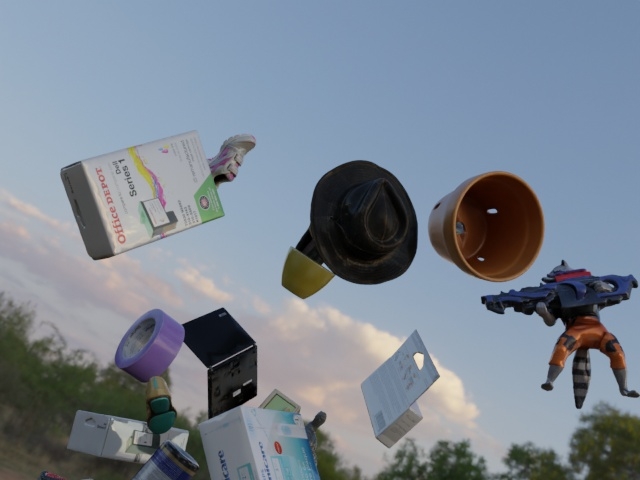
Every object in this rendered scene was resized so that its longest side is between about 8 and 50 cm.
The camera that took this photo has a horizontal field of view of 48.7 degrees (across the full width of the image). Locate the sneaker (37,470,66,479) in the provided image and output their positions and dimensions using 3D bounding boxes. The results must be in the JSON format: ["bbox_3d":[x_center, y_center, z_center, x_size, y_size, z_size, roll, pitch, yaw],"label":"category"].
[{"bbox_3d":[-0.829,0.811,2.198,0.104,0.125,0.261,18,-36,12],"label":"sneaker"}]

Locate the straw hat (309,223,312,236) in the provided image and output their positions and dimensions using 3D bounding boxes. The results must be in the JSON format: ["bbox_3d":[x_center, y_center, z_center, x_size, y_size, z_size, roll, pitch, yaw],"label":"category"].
[{"bbox_3d":[0.018,-0.001,2.090,0.145,0.061,0.144,18,-45,19],"label":"straw hat"}]

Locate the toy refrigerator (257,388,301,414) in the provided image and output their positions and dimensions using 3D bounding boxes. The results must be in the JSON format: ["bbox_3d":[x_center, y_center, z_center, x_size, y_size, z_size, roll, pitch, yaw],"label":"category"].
[{"bbox_3d":[-0.180,0.577,2.100,0.102,0.269,0.094,33,-38,17],"label":"toy refrigerator"}]

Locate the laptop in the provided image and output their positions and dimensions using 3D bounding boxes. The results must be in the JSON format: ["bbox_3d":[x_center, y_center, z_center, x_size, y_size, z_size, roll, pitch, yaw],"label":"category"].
[{"bbox_3d":[-0.302,0.361,2.071,0.137,0.264,0.234,8,15,30],"label":"laptop"}]

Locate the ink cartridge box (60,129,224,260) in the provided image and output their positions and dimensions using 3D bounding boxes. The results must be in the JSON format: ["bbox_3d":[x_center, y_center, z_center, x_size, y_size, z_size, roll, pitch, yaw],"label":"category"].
[{"bbox_3d":[-0.369,-0.098,1.486,0.117,0.278,0.201,-7,-77,50],"label":"ink cartridge box"}]

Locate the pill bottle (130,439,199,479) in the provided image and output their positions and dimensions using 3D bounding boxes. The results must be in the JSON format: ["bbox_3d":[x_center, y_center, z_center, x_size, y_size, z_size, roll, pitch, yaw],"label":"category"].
[{"bbox_3d":[-0.442,0.657,1.898,0.123,0.219,0.123,39,-14,11],"label":"pill bottle"}]

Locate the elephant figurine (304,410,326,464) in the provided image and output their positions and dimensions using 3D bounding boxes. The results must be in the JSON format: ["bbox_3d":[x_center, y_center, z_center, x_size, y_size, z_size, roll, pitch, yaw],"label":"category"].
[{"bbox_3d":[-0.082,0.721,2.430,0.239,0.185,0.169,-29,-14,30],"label":"elephant figurine"}]

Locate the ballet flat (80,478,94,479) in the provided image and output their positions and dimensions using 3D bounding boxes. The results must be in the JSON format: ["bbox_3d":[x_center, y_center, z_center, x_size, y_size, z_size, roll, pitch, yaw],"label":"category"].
[{"bbox_3d":[-0.564,0.653,1.695,0.052,0.168,0.057,-23,-34,14],"label":"ballet flat"}]

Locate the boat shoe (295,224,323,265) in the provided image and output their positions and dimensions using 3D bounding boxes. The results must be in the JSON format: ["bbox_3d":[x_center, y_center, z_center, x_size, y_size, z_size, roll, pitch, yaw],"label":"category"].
[{"bbox_3d":[0.000,0.000,2.234,0.112,0.095,0.335,39,-63,11],"label":"boat shoe"}]

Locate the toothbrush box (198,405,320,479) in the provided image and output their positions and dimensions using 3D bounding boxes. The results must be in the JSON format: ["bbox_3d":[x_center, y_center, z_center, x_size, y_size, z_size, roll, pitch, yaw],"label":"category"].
[{"bbox_3d":[-0.132,0.516,1.649,0.126,0.216,0.295,-28,-27,18],"label":"toothbrush box"}]

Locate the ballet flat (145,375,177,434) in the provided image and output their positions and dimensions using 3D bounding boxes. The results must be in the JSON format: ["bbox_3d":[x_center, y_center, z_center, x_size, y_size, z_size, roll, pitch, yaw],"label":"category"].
[{"bbox_3d":[-0.407,0.416,1.799,0.080,0.073,0.232,-9,-35,-20],"label":"ballet flat"}]

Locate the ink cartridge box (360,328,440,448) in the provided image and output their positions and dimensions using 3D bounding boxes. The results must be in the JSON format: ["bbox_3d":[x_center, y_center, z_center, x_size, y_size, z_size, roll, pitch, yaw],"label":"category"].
[{"bbox_3d":[0.248,0.435,2.108,0.066,0.261,0.296,41,11,-17],"label":"ink cartridge box"}]

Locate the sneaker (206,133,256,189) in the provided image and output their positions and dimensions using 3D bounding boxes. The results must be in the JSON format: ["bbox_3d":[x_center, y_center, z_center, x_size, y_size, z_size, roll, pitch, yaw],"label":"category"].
[{"bbox_3d":[-0.316,-0.265,2.461,0.111,0.252,0.103,53,7,25],"label":"sneaker"}]

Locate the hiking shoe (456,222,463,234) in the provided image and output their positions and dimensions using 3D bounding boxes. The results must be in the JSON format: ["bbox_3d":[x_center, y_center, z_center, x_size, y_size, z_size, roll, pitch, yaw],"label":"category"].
[{"bbox_3d":[0.478,-0.060,2.408,0.086,0.114,0.227,-9,-1,30],"label":"hiking shoe"}]

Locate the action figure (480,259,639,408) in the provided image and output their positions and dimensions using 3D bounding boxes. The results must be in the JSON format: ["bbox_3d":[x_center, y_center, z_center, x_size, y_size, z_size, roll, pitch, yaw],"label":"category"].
[{"bbox_3d":[0.546,0.198,1.618,0.342,0.330,0.178,-3,-35,15],"label":"action figure"}]

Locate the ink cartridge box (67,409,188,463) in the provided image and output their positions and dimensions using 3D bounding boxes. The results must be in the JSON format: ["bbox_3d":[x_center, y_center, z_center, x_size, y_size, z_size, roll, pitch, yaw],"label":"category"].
[{"bbox_3d":[-0.588,0.610,2.161,0.211,0.121,0.289,-8,-25,44],"label":"ink cartridge box"}]

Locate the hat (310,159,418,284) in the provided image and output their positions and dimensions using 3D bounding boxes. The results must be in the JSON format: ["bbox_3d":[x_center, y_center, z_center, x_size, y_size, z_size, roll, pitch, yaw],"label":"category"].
[{"bbox_3d":[0.130,-0.062,1.743,0.331,0.331,0.134,29,-24,-9],"label":"hat"}]

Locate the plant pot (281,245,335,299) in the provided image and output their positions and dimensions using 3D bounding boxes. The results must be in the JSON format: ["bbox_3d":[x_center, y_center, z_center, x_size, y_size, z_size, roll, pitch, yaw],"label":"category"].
[{"bbox_3d":[-0.044,0.089,1.751,0.134,0.095,0.134,33,-1,1],"label":"plant pot"}]

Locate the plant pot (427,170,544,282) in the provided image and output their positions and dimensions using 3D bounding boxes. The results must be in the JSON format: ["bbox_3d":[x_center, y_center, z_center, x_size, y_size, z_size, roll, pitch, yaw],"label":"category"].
[{"bbox_3d":[0.426,-0.035,1.921,0.291,0.290,0.203,34,-13,-19],"label":"plant pot"}]

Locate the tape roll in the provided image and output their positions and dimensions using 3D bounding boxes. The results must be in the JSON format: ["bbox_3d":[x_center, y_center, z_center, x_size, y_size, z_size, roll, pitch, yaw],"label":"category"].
[{"bbox_3d":[-0.462,0.283,1.910,0.189,0.189,0.080,-3,-40,49],"label":"tape roll"}]
